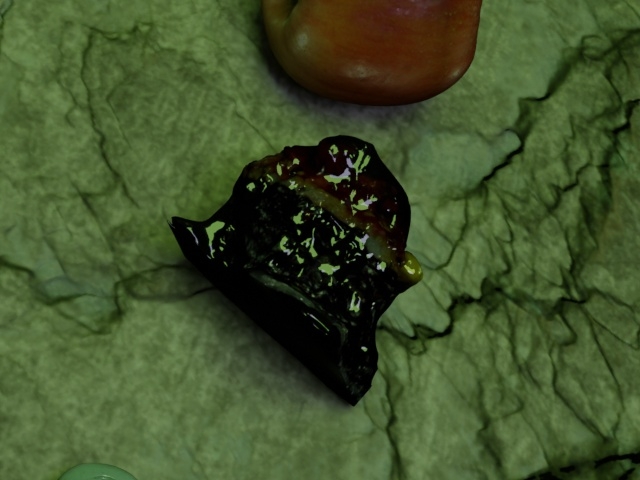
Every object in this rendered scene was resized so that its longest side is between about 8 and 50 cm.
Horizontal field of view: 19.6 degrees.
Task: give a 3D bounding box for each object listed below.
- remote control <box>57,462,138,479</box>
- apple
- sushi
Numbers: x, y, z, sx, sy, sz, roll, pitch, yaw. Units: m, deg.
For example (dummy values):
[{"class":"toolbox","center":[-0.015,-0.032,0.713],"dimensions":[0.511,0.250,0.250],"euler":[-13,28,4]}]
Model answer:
[{"class":"remote control","center":[-0.158,0.277,1.320],"dimensions":[0.097,0.045,0.256],"euler":[6,63,-18]},{"class":"apple","center":[0.043,-0.205,1.597],"dimensions":[0.199,0.199,0.199],"euler":[10,59,-17]},{"class":"sushi","center":[0.000,0.000,1.474],"dimensions":[0.172,0.153,0.150],"euler":[36,74,24]}]
